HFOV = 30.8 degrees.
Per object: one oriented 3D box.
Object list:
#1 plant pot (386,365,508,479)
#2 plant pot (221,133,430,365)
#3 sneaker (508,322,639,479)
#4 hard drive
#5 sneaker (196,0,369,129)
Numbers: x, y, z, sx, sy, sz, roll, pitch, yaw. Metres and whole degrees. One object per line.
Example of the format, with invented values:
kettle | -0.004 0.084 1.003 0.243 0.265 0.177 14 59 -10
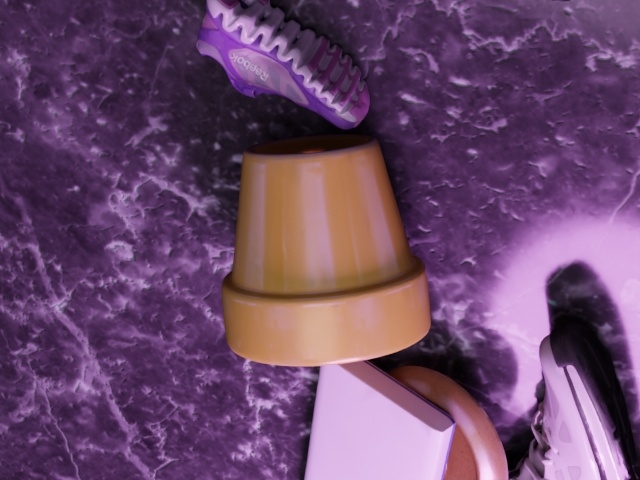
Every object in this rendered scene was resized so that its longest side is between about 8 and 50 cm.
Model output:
plant pot | 0.146 0.283 1.568 0.236 0.032 0.236 22 123 38
plant pot | 0.000 0.000 1.403 0.254 0.254 0.239 -2 102 15
sneaker | 0.292 0.321 1.540 0.257 0.169 0.447 -12 118 18
hard drive | 0.070 0.323 1.609 0.210 0.040 0.319 31 130 32
sneaker | -0.051 -0.205 1.380 0.236 0.095 0.104 37 127 -3
